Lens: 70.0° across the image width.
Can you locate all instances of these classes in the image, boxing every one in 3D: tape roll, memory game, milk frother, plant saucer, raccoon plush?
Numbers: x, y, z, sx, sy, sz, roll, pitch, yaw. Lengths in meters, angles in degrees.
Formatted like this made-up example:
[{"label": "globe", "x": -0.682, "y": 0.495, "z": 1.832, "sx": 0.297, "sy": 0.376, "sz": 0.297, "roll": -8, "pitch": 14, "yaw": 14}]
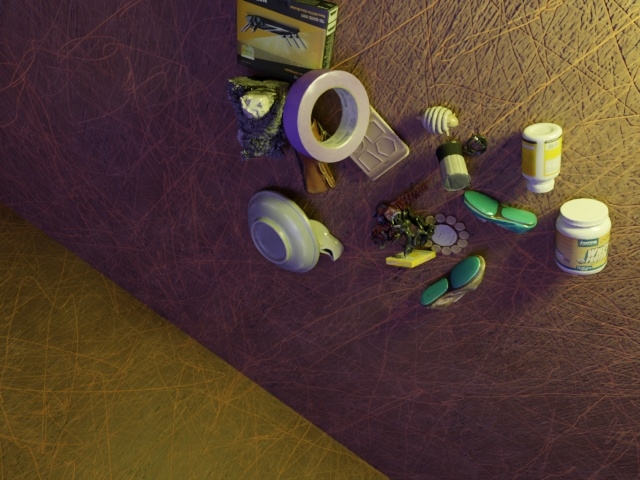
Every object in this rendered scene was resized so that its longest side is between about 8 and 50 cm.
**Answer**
[{"label": "tape roll", "x": 0.022, "y": -0.388, "z": 1.425, "sx": 0.090, "sy": 0.274, "sz": 0.275, "roll": 30, "pitch": 145, "yaw": 49}, {"label": "memory game", "x": 0.451, "y": -0.022, "z": 1.676, "sx": 0.186, "sy": 0.012, "sz": 0.186, "roll": 16, "pitch": 132, "yaw": 18}, {"label": "milk frother", "x": 0.443, "y": -0.242, "z": 1.406, "sx": 0.129, "sy": 0.135, "sz": 0.143, "roll": 14, "pitch": 144, "yaw": -23}, {"label": "plant saucer", "x": -0.187, "y": -0.015, "z": 1.929, "sx": 0.400, "sy": 0.100, "sz": 0.401, "roll": 28, "pitch": 137, "yaw": 29}, {"label": "raccoon plush", "x": -0.224, "y": -0.364, "z": 1.508, "sx": 0.215, "sy": 0.446, "sz": 0.300, "roll": 8, "pitch": 118, "yaw": 7}]

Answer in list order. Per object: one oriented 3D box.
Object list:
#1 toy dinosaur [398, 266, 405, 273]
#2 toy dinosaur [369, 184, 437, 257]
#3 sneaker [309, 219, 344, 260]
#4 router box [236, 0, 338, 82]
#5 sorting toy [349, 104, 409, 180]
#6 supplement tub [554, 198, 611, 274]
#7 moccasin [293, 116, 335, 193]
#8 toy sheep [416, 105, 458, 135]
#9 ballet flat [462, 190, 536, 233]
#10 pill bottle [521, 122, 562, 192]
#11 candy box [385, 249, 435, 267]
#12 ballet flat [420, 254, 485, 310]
[{"label": "toy dinosaur", "x": 0.345, "y": 0.087, "z": 1.827, "sx": 0.082, "sy": 0.047, "sz": 0.090, "roll": -24, "pitch": 145, "yaw": 32}, {"label": "toy dinosaur", "x": 0.287, "y": -0.066, "z": 1.644, "sx": 0.218, "sy": 0.164, "sz": 0.322, "roll": 48, "pitch": 157, "yaw": 18}, {"label": "sneaker", "x": 0.000, "y": 0.000, "z": 1.900, "sx": 0.212, "sy": 0.094, "sz": 0.080, "roll": 38, "pitch": 137, "yaw": -3}, {"label": "router box", "x": -0.113, "y": -0.641, "z": 1.432, "sx": 0.308, "sy": 0.081, "sz": 0.243, "roll": 21, "pitch": 135, "yaw": 13}, {"label": "sorting toy", "x": 0.175, "y": -0.330, "z": 1.564, "sx": 0.208, "sy": 0.038, "sz": 0.193, "roll": 48, "pitch": 134, "yaw": -7}, {"label": "supplement tub", "x": 0.795, "y": -0.011, "z": 1.390, "sx": 0.144, "sy": 0.144, "sz": 0.200, "roll": 3, "pitch": 128, "yaw": 28}, {"label": "moccasin", "x": -0.021, "y": -0.330, "z": 1.603, "sx": 0.146, "sy": 0.139, "sz": 0.380, "roll": -10, "pitch": 126, "yaw": 6}, {"label": "toy sheep", "x": 0.354, "y": -0.365, "z": 1.393, "sx": 0.132, "sy": 0.091, "sz": 0.091, "roll": 12, "pitch": 132, "yaw": 29}, {"label": "ballet flat", "x": 0.577, "y": -0.083, "z": 1.507, "sx": 0.247, "sy": 0.083, "sz": 0.087, "roll": 23, "pitch": 149, "yaw": 14}, {"label": "pill bottle", "x": 0.637, "y": -0.236, "z": 1.322, "sx": 0.103, "sy": 0.103, "sz": 0.184, "roll": 4, "pitch": 128, "yaw": 27}, {"label": "candy box", "x": 0.335, "y": 0.064, "z": 1.680, "sx": 0.105, "sy": 0.205, "sz": 0.027, "roll": 4, "pitch": 101, "yaw": 37}, {"label": "ballet flat", "x": 0.525, "y": 0.169, "z": 1.738, "sx": 0.123, "sy": 0.123, "sz": 0.348, "roll": 38, "pitch": 135, "yaw": -3}]
